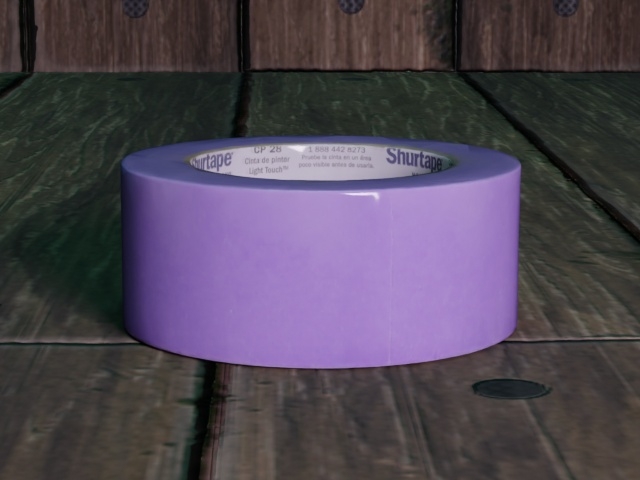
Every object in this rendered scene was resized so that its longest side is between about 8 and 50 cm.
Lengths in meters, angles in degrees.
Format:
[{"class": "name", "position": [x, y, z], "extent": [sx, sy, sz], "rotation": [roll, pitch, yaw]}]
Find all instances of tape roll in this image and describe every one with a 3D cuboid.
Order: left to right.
[{"class": "tape roll", "position": [0.000, 0.000, 0.875], "extent": [0.189, 0.080, 0.189], "rotation": [1, 10, 0]}]
